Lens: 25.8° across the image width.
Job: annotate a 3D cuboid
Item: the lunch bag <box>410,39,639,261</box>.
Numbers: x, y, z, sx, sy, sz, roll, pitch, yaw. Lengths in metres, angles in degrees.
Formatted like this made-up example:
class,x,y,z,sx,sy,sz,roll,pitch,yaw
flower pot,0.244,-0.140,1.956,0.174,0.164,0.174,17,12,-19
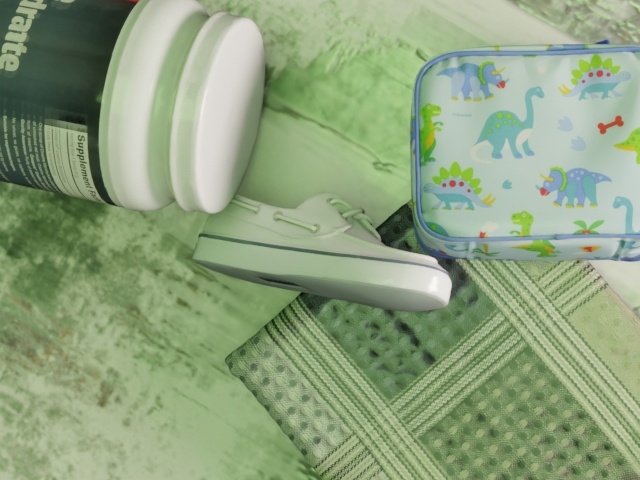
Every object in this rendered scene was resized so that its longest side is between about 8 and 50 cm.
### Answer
class,x,y,z,sx,sy,sz,roll,pitch,yaw
lunch bag,0.183,-0.073,1.137,0.219,0.090,0.176,-2,77,4

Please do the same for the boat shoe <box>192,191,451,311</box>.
class,x,y,z,sx,sy,sz,roll,pitch,yaw
boat shoe,0.000,0.000,1.175,0.258,0.095,0.084,10,78,33

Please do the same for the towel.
class,x,y,z,sx,sy,sz,roll,pitch,yaw
towel,0.129,0.132,1.213,0.312,0.056,0.324,-41,82,10

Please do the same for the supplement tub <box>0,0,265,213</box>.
class,x,y,z,sx,sy,sz,roll,pitch,yaw
supplement tub,-0.202,-0.131,1.196,0.272,0.191,0.191,12,96,13
